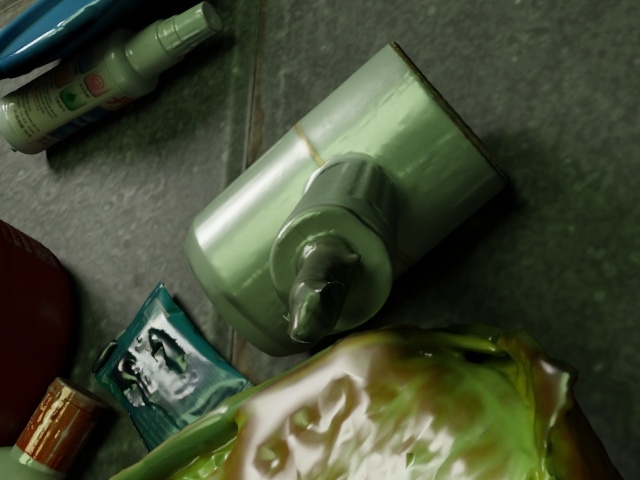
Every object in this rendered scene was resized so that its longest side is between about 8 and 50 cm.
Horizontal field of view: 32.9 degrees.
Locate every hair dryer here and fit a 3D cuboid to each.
[{"bbox_3d":[0.000,0.000,0.503,0.173,0.107,0.357,-42,3,10],"label":"hair dryer"}]

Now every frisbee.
[{"bbox_3d":[-0.196,-0.202,0.932,0.242,0.045,0.242,-31,25,16],"label":"frisbee"}]

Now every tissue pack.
[{"bbox_3d":[-0.104,0.090,0.712,0.085,0.028,0.138,-51,47,1],"label":"tissue pack"}]

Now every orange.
[{"bbox_3d":[0.022,0.192,0.423,0.262,0.196,0.334,-27,52,4],"label":"orange"}]

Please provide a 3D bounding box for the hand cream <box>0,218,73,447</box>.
[{"bbox_3d":[-0.306,0.071,0.804,0.230,0.149,0.230,-20,55,30],"label":"hand cream"}]

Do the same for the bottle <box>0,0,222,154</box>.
[{"bbox_3d":[-0.173,-0.136,0.888,0.217,0.060,0.060,-23,51,28],"label":"bottle"}]

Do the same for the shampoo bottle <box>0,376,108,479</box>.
[{"bbox_3d":[-0.216,0.195,0.718,0.108,0.051,0.221,23,79,46],"label":"shampoo bottle"}]
